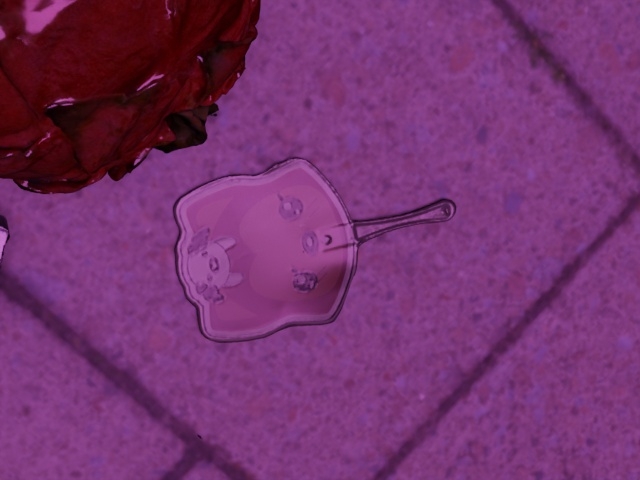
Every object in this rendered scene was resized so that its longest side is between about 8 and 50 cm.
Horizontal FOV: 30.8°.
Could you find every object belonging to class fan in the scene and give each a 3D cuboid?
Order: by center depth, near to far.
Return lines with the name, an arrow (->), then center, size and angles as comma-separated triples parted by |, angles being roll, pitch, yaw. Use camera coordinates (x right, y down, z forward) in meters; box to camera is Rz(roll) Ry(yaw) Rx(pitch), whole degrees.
fan -> 0.000, 0.000, 0.868 | 0.220, 0.009, 0.132 | -13, 105, -12

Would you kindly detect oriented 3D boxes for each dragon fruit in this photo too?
dragon fruit -> -0.171, -0.146, 0.672 | 0.299, 0.244, 0.244 | 1, 101, -33

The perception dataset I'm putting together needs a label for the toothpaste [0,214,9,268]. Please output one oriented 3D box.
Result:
toothpaste -> -0.259, 0.074, 0.795 | 0.040, 0.047, 0.196 | 16, 97, -21
